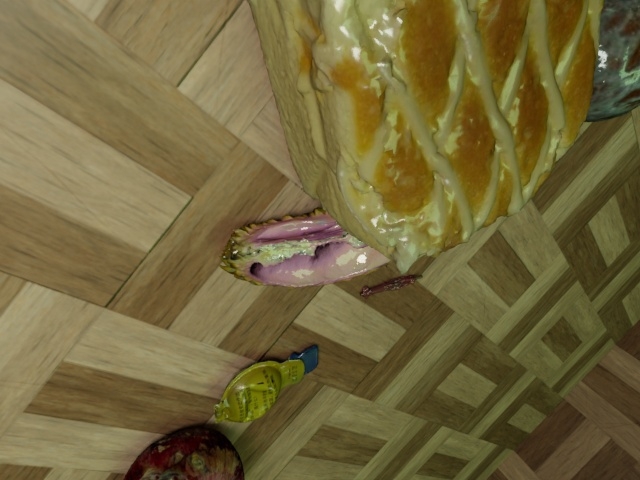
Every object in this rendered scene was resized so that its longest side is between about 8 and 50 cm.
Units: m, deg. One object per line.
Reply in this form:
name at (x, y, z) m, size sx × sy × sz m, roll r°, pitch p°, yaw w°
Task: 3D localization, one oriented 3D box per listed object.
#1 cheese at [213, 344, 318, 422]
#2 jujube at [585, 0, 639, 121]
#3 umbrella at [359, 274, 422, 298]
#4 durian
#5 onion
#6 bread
cheese at (-0.105, 0.295, 0.875) m, size 0.250 × 0.064 × 0.156 m, roll -20°, pitch 129°, yaw -32°
jujube at (0.540, -0.353, 0.753) m, size 0.246 × 0.215 × 0.308 m, roll 34°, pitch 99°, yaw -40°
umbrella at (0.160, 0.099, 0.938) m, size 0.165 × 0.025 × 0.027 m, roll -13°, pitch 147°, yaw -22°
durian at (-0.001, 0.001, 0.724) m, size 0.341 × 0.112 × 0.191 m, roll -14°, pitch 156°, yaw -8°
onion at (-0.259, 0.492, 0.823) m, size 0.246 × 0.190 × 0.246 m, roll -12°, pitch 109°, yaw -37°
bread at (0.133, -0.225, 0.550) m, size 0.371 × 0.279 × 0.390 m, roll -27°, pitch 127°, yaw -17°
